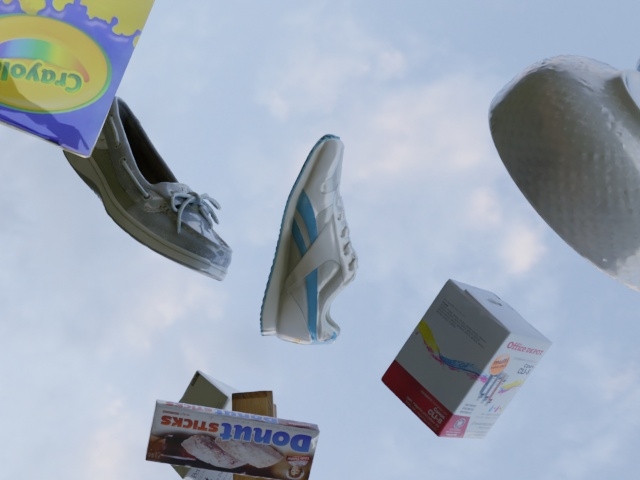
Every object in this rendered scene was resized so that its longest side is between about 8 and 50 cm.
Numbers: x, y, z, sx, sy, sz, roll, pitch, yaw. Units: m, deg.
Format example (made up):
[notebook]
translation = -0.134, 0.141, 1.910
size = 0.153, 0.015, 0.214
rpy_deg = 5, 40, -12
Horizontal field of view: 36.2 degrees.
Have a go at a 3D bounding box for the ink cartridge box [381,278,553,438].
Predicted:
[ink cartridge box]
translation = 0.201, 0.164, 1.345
size = 0.127, 0.128, 0.176
rpy_deg = 42, -73, 38

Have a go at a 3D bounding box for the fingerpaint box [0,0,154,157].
[fingerpaint box]
translation = -0.416, -0.246, 0.778
size = 0.371, 0.444, 0.163
rpy_deg = 24, -89, 49

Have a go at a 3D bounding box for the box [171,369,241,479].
[box]
translation = -0.211, 0.377, 1.921
size = 0.181, 0.119, 0.182
rpy_deg = -61, -151, -4

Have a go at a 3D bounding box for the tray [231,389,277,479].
[tray]
translation = -0.094, 0.457, 1.622
size = 0.076, 0.411, 0.203
rpy_deg = -5, -137, -2

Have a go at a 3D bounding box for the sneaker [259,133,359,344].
[sneaker]
translation = 0.000, 0.000, 1.057
size = 0.092, 0.087, 0.229
rpy_deg = 13, -83, 1

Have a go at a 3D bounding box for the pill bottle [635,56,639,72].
[pill bottle]
translation = 0.548, -0.206, 1.484
size = 0.146, 0.146, 0.264
rpy_deg = -6, -119, 39

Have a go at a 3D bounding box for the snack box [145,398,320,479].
[snack box]
translation = -0.094, 0.216, 1.051
size = 0.022, 0.178, 0.064
rpy_deg = -122, -136, -75

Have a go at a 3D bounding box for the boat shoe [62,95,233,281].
[boat shoe]
translation = -0.208, -0.066, 1.223
size = 0.103, 0.118, 0.320
rpy_deg = -52, -128, 8

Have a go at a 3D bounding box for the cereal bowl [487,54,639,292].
[cereal bowl]
translation = 0.373, -0.104, 1.191
size = 0.141, 0.339, 0.339
rpy_deg = -49, -133, 34
